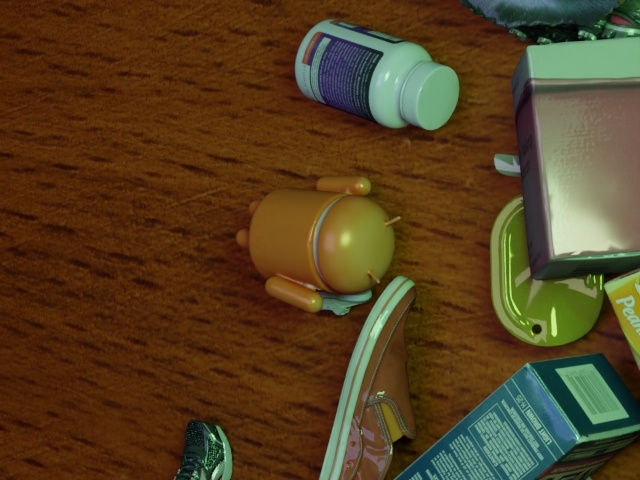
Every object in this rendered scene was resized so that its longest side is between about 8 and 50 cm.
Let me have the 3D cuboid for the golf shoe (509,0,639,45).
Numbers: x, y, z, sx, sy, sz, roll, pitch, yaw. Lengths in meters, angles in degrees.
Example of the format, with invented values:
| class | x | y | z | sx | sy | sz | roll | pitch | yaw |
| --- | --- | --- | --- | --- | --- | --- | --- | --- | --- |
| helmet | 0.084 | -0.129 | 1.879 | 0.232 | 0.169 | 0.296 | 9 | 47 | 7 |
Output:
| class | x | y | z | sx | sy | sz | roll | pitch | yaw |
| --- | --- | --- | --- | --- | --- | --- | --- | --- | --- |
| golf shoe | 0.284 | -0.280 | 1.934 | 0.273 | 0.105 | 0.120 | 22 | 82 | 35 |

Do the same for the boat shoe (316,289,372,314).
| class | x | y | z | sx | sy | sz | roll | pitch | yaw |
| --- | --- | --- | --- | --- | --- | --- | --- | --- | --- |
| boat shoe | 0.025 | 0.076 | 2.142 | 0.100 | 0.035 | 0.035 | -1 | 112 | 36 |

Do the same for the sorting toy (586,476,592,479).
| class | x | y | z | sx | sy | sz | roll | pitch | yaw |
| --- | --- | --- | --- | --- | --- | --- | --- | --- | --- |
| sorting toy | 0.226 | 0.308 | 1.945 | 0.193 | 0.038 | 0.208 | -43 | 61 | 29 |

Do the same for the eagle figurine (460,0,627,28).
| class | x | y | z | sx | sy | sz | roll | pitch | yaw |
| --- | --- | --- | --- | --- | --- | --- | --- | --- | --- |
| eagle figurine | 0.286 | -0.341 | 1.820 | 0.298 | 0.226 | 0.225 | -161 | 67 | -64 |

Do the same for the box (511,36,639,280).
| class | x | y | z | sx | sy | sz | roll | pitch | yaw |
| --- | --- | --- | --- | --- | --- | --- | --- | --- | --- |
| box | 0.283 | -0.084 | 1.816 | 0.127 | 0.148 | 0.232 | -5 | 80 | -1 |

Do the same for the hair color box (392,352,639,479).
| class | x | y | z | sx | sy | sz | roll | pitch | yaw |
| --- | --- | --- | --- | --- | --- | --- | --- | --- | --- |
| hair color box | 0.177 | 0.269 | 1.855 | 0.347 | 0.174 | 0.105 | -45 | 65 | 28 |

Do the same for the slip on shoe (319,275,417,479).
| class | x | y | z | sx | sy | sz | roll | pitch | yaw |
| --- | --- | --- | --- | --- | --- | --- | --- | --- | --- |
| slip on shoe | 0.072 | 0.206 | 2.051 | 0.101 | 0.123 | 0.331 | 13 | 89 | 8 |

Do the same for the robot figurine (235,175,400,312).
| class | x | y | z | sx | sy | sz | roll | pitch | yaw |
| --- | --- | --- | --- | --- | --- | --- | --- | --- | --- |
| robot figurine | 0.000 | 0.002 | 2.106 | 0.219 | 0.158 | 0.128 | 7 | 119 | 40 |

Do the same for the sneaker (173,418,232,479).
| class | x | y | z | sx | sy | sz | roll | pitch | yaw |
| --- | --- | --- | --- | --- | --- | --- | --- | --- | --- |
| sneaker | -0.166 | 0.324 | 2.243 | 0.072 | 0.077 | 0.178 | -8 | 80 | 38 |

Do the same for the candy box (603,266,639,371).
| class | x | y | z | sx | sy | sz | roll | pitch | yaw |
| --- | --- | --- | --- | --- | --- | --- | --- | --- | --- |
| candy box | 0.436 | 0.151 | 1.710 | 0.183 | 0.087 | 0.316 | -25 | 84 | 35 |

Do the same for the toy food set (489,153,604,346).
| class | x | y | z | sx | sy | sz | roll | pitch | yaw |
| --- | --- | --- | --- | --- | --- | --- | --- | --- | --- |
| toy food set | 0.261 | 0.012 | 1.935 | 0.128 | 0.071 | 0.217 | -1 | 87 | 16 |

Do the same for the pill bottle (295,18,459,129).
| class | x | y | z | sx | sy | sz | roll | pitch | yaw |
| --- | --- | --- | --- | --- | --- | --- | --- | --- | --- |
| pill bottle | 0.071 | -0.198 | 2.079 | 0.193 | 0.108 | 0.108 | 24 | 101 | 39 |
